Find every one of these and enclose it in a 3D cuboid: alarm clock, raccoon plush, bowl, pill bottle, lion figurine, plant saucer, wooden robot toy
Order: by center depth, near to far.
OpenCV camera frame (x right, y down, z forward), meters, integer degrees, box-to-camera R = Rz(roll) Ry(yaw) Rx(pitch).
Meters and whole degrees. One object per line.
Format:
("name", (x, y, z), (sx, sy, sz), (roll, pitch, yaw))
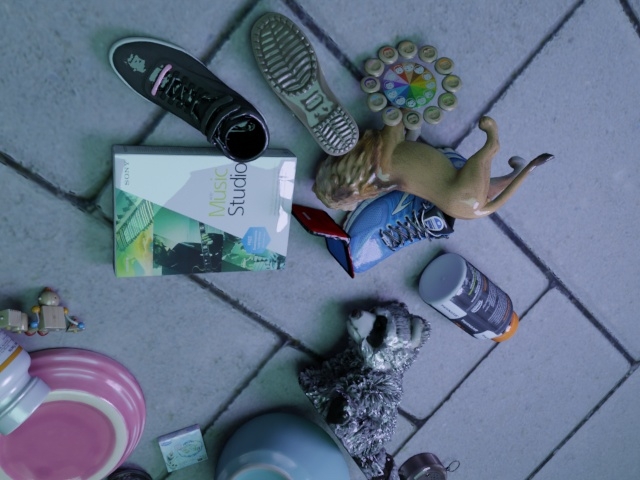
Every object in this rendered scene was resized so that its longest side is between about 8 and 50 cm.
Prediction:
("pill bottle", (-0.576, 0.203, 1.013), (0.136, 0.136, 0.245), (-41, 104, 1))
("wooden robot toy", (-0.496, 0.125, 1.088), (0.076, 0.079, 0.173), (-19, 162, 29))
("lion figurine", (0.191, -0.122, 1.109), (0.240, 0.392, 0.142), (-59, 151, -23))
("plant saucer", (-0.506, 0.369, 1.184), (0.332, 0.084, 0.332), (-9, 117, -18))
("bowl", (-0.101, 0.532, 1.278), (0.312, 0.163, 0.311), (-1, 85, 11))
("raccoon plush", (0.147, 0.338, 1.375), (0.299, 0.216, 0.446), (-36, 129, -10))
("pill bottle", (0.345, 0.140, 1.382), (0.246, 0.130, 0.130), (35, 97, -30))
("alarm clock", (0.290, 0.628, 1.630), (0.192, 0.064, 0.129), (-15, 118, -18))

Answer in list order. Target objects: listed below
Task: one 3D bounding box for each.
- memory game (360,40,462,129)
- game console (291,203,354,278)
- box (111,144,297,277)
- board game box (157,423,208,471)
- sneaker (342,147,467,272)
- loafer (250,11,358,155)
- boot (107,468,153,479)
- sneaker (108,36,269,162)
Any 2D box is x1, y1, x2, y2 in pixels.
("memory game", (0.164, -0.284, 1.108), (0.186, 0.186, 0.012), (-26, 163, -9))
("game console", (0.000, 0.000, 1.174), (0.124, 0.144, 0.085), (11, 108, -25))
("box", (-0.211, -0.052, 1.118), (0.322, 0.058, 0.232), (-2, 114, -20))
("board game box", (-0.300, 0.454, 1.340), (0.090, 0.020, 0.090), (-15, 119, -14))
("sneaker", (0.179, -0.051, 1.220), (0.330, 0.147, 0.130), (-41, 121, 1))
("loafer", (-0.034, -0.266, 1.073), (0.102, 0.092, 0.268), (-33, 105, -4))
("boot", (-0.365, 0.633, 1.275), (0.091, 0.229, 0.263), (-20, 119, -12))
("sneaker", (-0.197, -0.227, 0.991), (0.296, 0.147, 0.104), (29, 103, -28))
